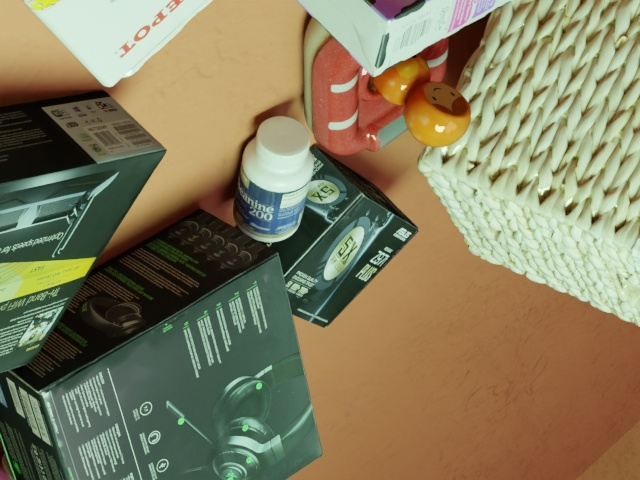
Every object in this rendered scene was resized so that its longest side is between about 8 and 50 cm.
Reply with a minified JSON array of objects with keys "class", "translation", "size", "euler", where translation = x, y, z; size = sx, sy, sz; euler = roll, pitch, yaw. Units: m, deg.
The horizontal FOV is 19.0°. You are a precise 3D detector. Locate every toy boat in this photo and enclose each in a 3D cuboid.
[{"class":"toy boat","translation":[0.076,-0.145,1.717],"size":[0.151,0.151,0.231],"euler":[-36,156,-18]}]

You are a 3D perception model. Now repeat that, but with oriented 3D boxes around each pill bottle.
[{"class":"pill bottle","translation":[-0.043,-0.058,1.782],"size":[0.067,0.067,0.120],"euler":[-30,153,-29]}]

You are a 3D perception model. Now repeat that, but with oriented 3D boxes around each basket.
[{"class":"basket","translation":[0.303,-0.116,1.884],"size":[0.331,0.266,0.328],"euler":[-63,158,-9]}]

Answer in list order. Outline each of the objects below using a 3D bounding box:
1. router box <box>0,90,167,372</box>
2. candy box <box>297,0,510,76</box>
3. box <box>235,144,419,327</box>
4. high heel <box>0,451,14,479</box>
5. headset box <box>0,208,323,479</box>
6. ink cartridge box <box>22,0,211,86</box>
[{"class":"router box","translation":[-0.284,0.015,1.459],"size":[0.243,0.081,0.309],"euler":[-55,161,26]},{"class":"candy box","translation":[0.069,-0.242,1.522],"size":[0.196,0.165,0.070],"euler":[-31,154,-27]},{"class":"box","translation":[0.000,0.000,1.939],"size":[0.147,0.077,0.180],"euler":[-47,157,6]},{"class":"high heel","translation":[-0.322,0.337,1.951],"size":[0.181,0.127,0.377],"euler":[-32,151,-8]},{"class":"headset box","translation":[-0.146,0.141,1.766],"size":[0.283,0.131,0.246],"euler":[-31,128,-26]},{"class":"ink cartridge box","translation":[-0.142,-0.248,1.228],"size":[0.201,0.117,0.278],"euler":[-43,157,-1]}]
